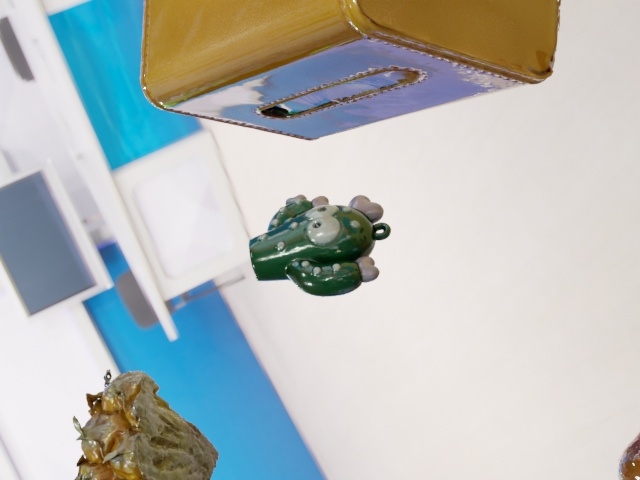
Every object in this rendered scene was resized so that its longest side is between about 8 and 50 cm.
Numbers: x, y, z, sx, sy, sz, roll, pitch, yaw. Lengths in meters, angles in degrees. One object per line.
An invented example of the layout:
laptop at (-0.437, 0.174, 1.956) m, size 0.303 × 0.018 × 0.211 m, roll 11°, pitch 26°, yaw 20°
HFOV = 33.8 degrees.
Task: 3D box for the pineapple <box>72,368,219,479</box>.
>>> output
pineapple at (-0.203, 0.268, 1.249) m, size 0.186 × 0.115 × 0.236 m, roll 26°, pitch -126°, yaw -57°

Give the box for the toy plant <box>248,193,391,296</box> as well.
toy plant at (0.002, 0.003, 1.785) m, size 0.243 × 0.232 × 0.112 m, roll 4°, pitch 136°, yaw 21°

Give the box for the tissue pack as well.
tissue pack at (0.015, -0.171, 0.775) m, size 0.274 × 0.194 × 0.145 m, roll -6°, pitch 80°, yaw 54°

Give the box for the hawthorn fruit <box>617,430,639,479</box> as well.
hawthorn fruit at (0.435, 0.292, 1.335) m, size 0.128 × 0.128 × 0.128 m, roll 53°, pitch 159°, yaw 31°
